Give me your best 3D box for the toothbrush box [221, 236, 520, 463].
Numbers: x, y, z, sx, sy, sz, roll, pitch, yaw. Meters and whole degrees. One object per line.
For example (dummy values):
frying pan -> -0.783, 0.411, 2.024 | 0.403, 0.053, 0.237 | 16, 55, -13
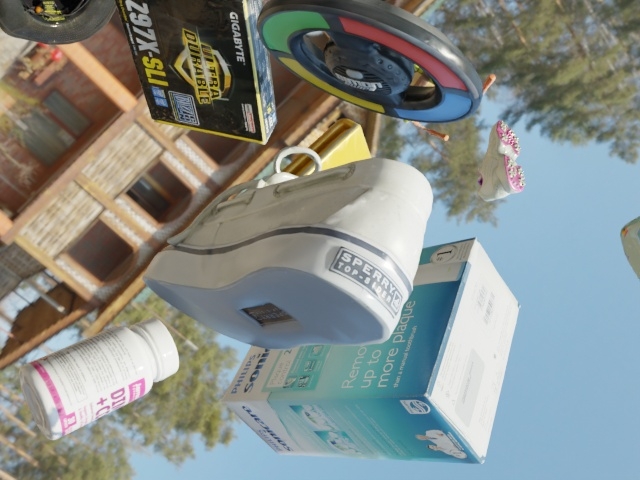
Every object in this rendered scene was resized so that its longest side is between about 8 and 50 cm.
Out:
toothbrush box -> 0.059, 0.135, 0.767 | 0.296, 0.126, 0.216 | -14, -144, 41

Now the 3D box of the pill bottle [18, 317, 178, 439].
pill bottle -> -0.449, 0.273, 1.325 | 0.283, 0.160, 0.160 | -23, -172, -37

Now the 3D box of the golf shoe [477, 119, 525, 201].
golf shoe -> 0.525, -0.242, 1.933 | 0.140, 0.115, 0.306 | -34, -149, 38

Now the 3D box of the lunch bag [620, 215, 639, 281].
lunch bag -> 0.687, 0.058, 1.165 | 0.108, 0.279, 0.224 | -22, 166, -9

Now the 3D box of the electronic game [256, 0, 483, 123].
electronic game -> 0.046, -0.171, 0.627 | 0.229, 0.229, 0.048 | 13, -100, 63

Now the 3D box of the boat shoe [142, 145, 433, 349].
boat shoe -> -0.037, -0.005, 0.555 | 0.367, 0.136, 0.156 | -17, -141, 60

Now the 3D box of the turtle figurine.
turtle figurine -> 0.160, -0.267, 1.031 | 0.087, 0.217, 0.269 | -61, -172, -9

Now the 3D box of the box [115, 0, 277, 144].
box -> -0.226, -0.344, 1.207 | 0.257, 0.322, 0.079 | 15, -126, 13

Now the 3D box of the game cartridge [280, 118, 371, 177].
game cartridge -> 0.000, 0.000, 1.101 | 0.285, 0.323, 0.053 | -44, -130, -18

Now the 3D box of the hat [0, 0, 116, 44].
hat -> -0.610, -0.609, 1.461 | 0.331, 0.331, 0.134 | -36, -111, 18
